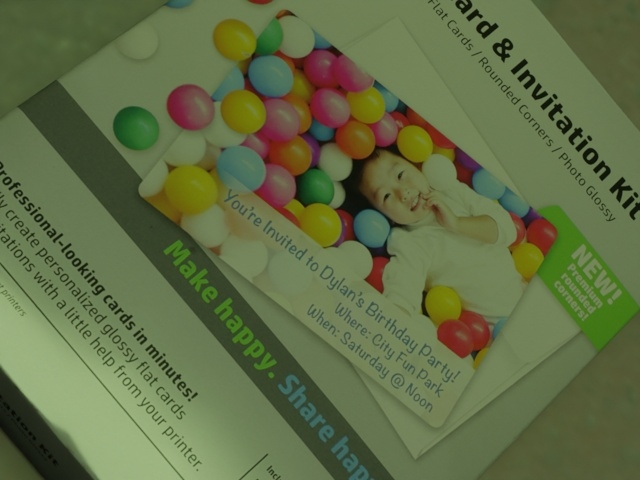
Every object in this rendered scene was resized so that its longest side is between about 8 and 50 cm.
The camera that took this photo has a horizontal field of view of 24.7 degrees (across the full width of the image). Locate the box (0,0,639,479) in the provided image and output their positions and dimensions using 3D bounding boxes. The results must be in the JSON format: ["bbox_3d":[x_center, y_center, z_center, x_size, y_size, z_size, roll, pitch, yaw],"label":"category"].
[{"bbox_3d":[0.000,0.000,0.387,0.186,0.038,0.145,-40,91,-28],"label":"box"}]
